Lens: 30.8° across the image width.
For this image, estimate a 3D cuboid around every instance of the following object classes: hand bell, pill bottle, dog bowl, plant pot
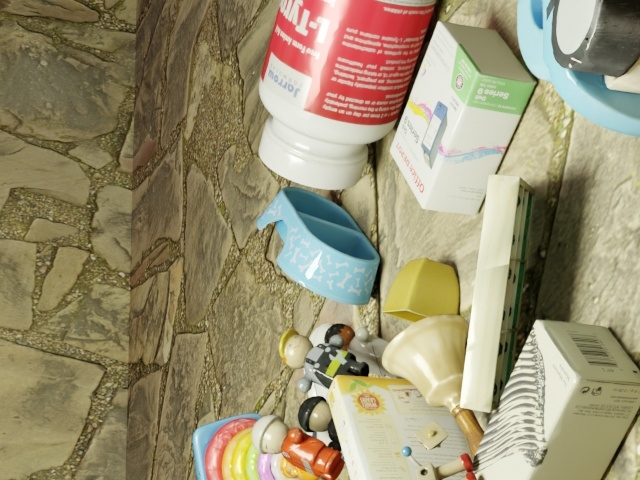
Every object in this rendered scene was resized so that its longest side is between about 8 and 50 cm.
[{"bbox_3d":[0.182,0.225,1.468,0.242,0.126,0.126,64,143,35],"label":"hand bell"},{"bbox_3d":[0.036,-0.296,1.791,0.229,0.229,0.407,-118,39,-56],"label":"pill bottle"},{"bbox_3d":[0.000,0.000,1.902,0.074,0.166,0.297,-64,26,17],"label":"dog bowl"},{"bbox_3d":[0.145,0.070,1.612,0.081,0.082,0.083,165,121,-68],"label":"plant pot"}]

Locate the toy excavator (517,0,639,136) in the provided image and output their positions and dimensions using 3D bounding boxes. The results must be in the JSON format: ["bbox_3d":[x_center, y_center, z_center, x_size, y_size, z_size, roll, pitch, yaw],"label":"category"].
[{"bbox_3d":[0.286,-0.285,1.212,0.445,0.223,0.432,132,141,-70],"label":"toy excavator"}]

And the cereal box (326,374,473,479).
[{"bbox_3d":[0.116,0.278,1.490,0.240,0.173,0.047,-106,31,-47],"label":"cereal box"}]

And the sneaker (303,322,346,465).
[{"bbox_3d":[0.033,0.245,1.861,0.095,0.090,0.235,-24,64,51],"label":"sneaker"}]

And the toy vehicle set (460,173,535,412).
[{"bbox_3d":[0.211,0.062,1.366,0.166,0.035,0.266,7,-90,-73],"label":"toy vehicle set"}]

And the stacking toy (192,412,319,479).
[{"bbox_3d":[-0.083,0.392,2.032,0.302,0.166,0.175,-16,84,56],"label":"stacking toy"}]

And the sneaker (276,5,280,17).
[{"bbox_3d":[0.010,-0.453,2.078,0.282,0.099,0.153,28,115,60],"label":"sneaker"}]

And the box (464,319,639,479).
[{"bbox_3d":[0.247,0.228,1.275,0.113,0.094,0.275,-115,38,-55],"label":"box"}]

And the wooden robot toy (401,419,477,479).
[{"bbox_3d":[0.147,0.296,1.326,0.079,0.076,0.173,66,-170,-47],"label":"wooden robot toy"}]

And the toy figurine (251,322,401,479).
[{"bbox_3d":[0.012,0.226,1.691,0.148,0.213,0.209,21,107,29],"label":"toy figurine"}]

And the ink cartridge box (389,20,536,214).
[{"bbox_3d":[0.185,-0.162,1.555,0.154,0.093,0.212,-112,33,-50],"label":"ink cartridge box"}]
